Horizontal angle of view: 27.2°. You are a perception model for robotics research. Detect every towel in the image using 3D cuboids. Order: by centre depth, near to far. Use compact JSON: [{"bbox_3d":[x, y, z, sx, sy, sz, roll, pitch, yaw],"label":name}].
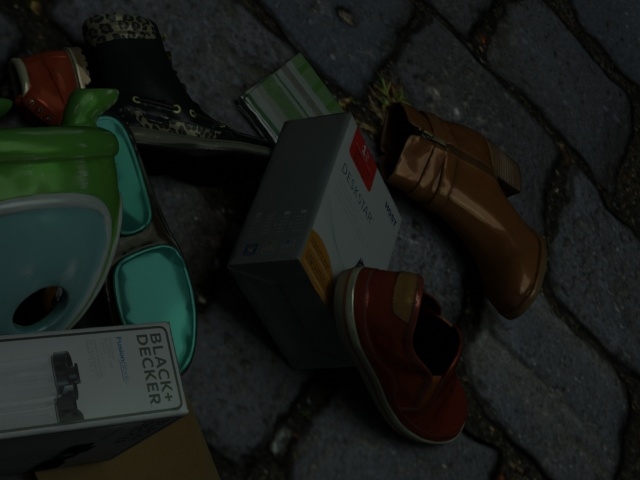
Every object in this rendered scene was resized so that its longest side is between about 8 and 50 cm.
[{"bbox_3d":[-0.033,-0.162,1.658,0.113,0.023,0.152,54,40,-8],"label":"towel"}]

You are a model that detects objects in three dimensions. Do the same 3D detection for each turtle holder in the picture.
[{"bbox_3d":[-0.313,-0.014,1.139,0.320,0.243,0.227,-15,104,-70],"label":"turtle holder"}]

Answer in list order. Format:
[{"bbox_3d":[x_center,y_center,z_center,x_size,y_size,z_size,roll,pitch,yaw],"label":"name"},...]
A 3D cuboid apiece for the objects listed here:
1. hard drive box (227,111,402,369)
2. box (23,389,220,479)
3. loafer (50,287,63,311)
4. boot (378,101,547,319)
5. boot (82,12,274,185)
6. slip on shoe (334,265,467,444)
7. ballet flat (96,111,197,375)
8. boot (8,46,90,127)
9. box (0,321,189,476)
[{"bbox_3d":[0.000,0.000,1.492,0.181,0.089,0.232,61,34,-39],"label":"hard drive box"},{"bbox_3d":[-0.200,0.202,1.286,0.201,0.021,0.164,-13,76,-46],"label":"box"},{"bbox_3d":[-0.269,-0.004,1.311,0.062,0.061,0.170,-11,75,-47],"label":"loafer"},{"bbox_3d":[0.181,-0.046,1.720,0.220,0.109,0.283,25,49,-33],"label":"boot"},{"bbox_3d":[-0.158,-0.159,1.491,0.236,0.085,0.178,5,61,-43],"label":"boot"},{"bbox_3d":[0.114,0.137,1.488,0.331,0.101,0.123,58,35,-49],"label":"slip on shoe"},{"bbox_3d":[-0.193,0.006,1.331,0.095,0.096,0.280,-15,91,-27],"label":"ballet flat"},{"bbox_3d":[-0.278,-0.127,1.386,0.085,0.059,0.157,-9,72,-33],"label":"boot"},{"bbox_3d":[-0.278,0.144,1.117,0.290,0.169,0.087,-2,69,-38],"label":"box"}]
